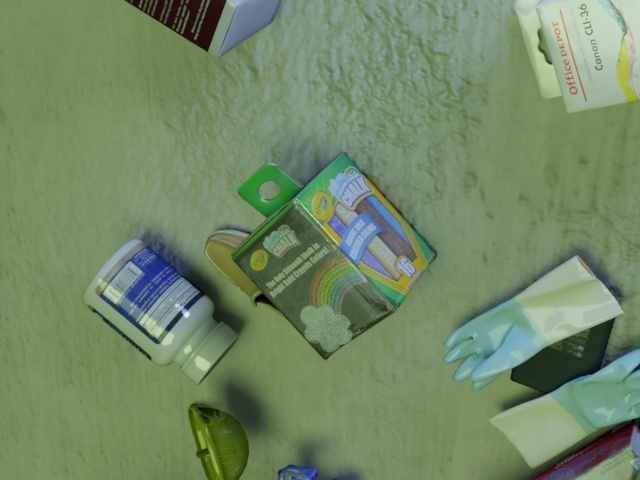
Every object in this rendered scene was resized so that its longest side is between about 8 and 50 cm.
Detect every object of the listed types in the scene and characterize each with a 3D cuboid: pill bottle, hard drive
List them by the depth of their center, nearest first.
[{"bbox_3d":[0.272,0.117,1.267,0.094,0.022,0.135,19,124,18],"label":"hard drive"},{"bbox_3d":[-0.203,0.096,1.454,0.187,0.112,0.112,40,128,3],"label":"pill bottle"}]

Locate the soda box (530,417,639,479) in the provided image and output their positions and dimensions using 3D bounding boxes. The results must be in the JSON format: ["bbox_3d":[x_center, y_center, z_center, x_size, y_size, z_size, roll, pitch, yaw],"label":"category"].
[{"bbox_3d":[0.283,0.315,1.299,0.263,0.083,0.092,-39,90,26],"label":"soda box"}]

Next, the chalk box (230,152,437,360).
[{"bbox_3d":[0.000,0.000,1.281,0.213,0.132,0.132,49,129,-3],"label":"chalk box"}]

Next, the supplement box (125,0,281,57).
[{"bbox_3d":[-0.166,-0.301,1.199,0.239,0.130,0.073,32,127,8],"label":"supplement box"}]

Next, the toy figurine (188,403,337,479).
[{"bbox_3d":[-0.030,0.364,1.523,0.217,0.191,0.362,-16,90,-4],"label":"toy figurine"}]

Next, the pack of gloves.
[{"bbox_3d":[0.254,0.152,1.253,0.195,0.046,0.232,50,128,-4],"label":"pack of gloves"}]

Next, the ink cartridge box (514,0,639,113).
[{"bbox_3d":[0.280,-0.191,1.061,0.198,0.067,0.115,-9,112,32],"label":"ink cartridge box"}]

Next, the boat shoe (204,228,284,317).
[{"bbox_3d":[-0.068,0.051,1.380,0.190,0.072,0.068,27,126,13],"label":"boat shoe"}]

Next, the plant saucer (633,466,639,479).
[{"bbox_3d":[0.514,0.313,1.132,0.400,0.100,0.400,6,128,8],"label":"plant saucer"}]
